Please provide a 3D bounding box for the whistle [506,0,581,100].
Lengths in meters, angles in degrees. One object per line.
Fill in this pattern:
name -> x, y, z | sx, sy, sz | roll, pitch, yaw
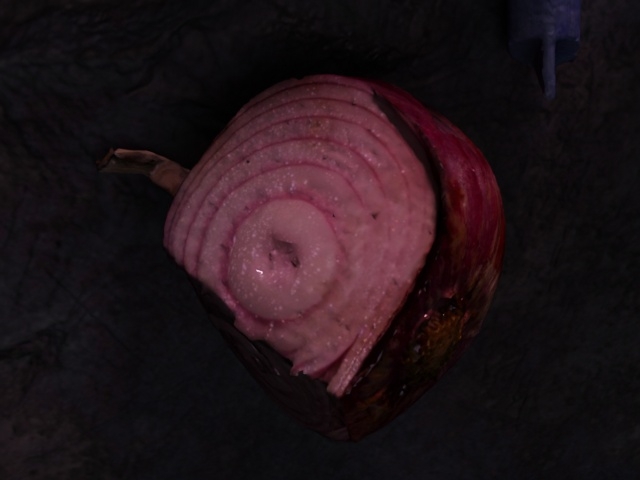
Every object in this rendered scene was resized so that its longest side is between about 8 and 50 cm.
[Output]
whistle -> 0.163, -0.250, 0.906 | 0.062, 0.062, 0.304 | -14, 125, -9

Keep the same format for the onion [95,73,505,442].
onion -> 0.026, 0.016, 0.948 | 0.256, 0.272, 0.230 | -32, 152, 12
